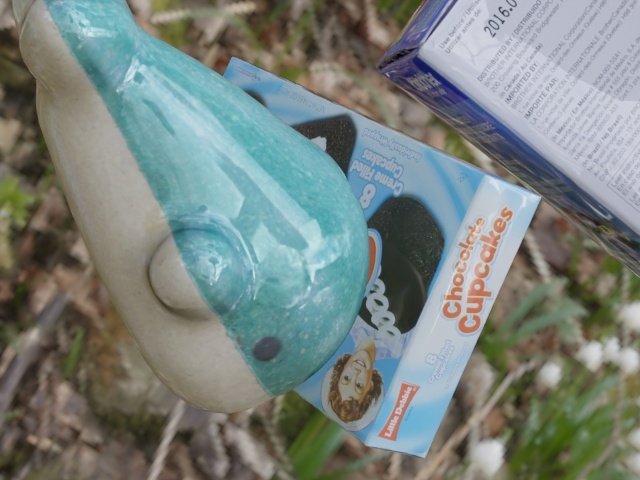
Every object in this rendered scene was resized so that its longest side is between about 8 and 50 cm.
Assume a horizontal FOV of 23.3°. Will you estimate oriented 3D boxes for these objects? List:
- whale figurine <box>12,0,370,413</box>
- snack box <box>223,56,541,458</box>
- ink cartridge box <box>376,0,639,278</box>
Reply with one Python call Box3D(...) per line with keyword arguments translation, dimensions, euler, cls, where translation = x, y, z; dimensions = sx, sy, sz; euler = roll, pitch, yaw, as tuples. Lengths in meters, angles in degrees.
Box3D(translation=(-0.065, -0.039, 0.829), dimensions=(0.216, 0.141, 0.272), euler=(-116, -179, -60), cls="whale figurine")
Box3D(translation=(0.000, 0.000, 1.092), dimensions=(0.060, 0.187, 0.322), euler=(18, 8, -38), cls="snack box")
Box3D(translation=(0.230, -0.148, 1.093), dimensions=(0.395, 0.270, 0.151), euler=(38, -5, -10), cls="ink cartridge box")
